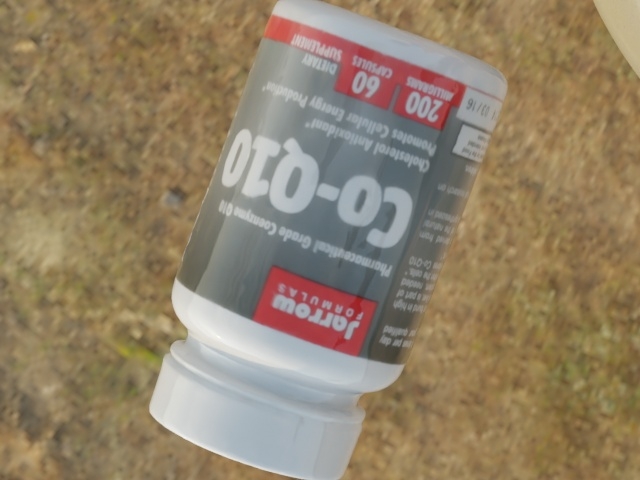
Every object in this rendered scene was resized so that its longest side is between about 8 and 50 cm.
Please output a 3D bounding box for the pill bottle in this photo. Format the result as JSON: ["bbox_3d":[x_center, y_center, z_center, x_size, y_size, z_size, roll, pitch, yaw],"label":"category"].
[{"bbox_3d":[0.000,0.000,1.129,0.161,0.161,0.283,21,94,11],"label":"pill bottle"}]

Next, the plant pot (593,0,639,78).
[{"bbox_3d":[0.280,-0.261,1.234,0.191,0.284,0.284,49,134,17],"label":"plant pot"}]
